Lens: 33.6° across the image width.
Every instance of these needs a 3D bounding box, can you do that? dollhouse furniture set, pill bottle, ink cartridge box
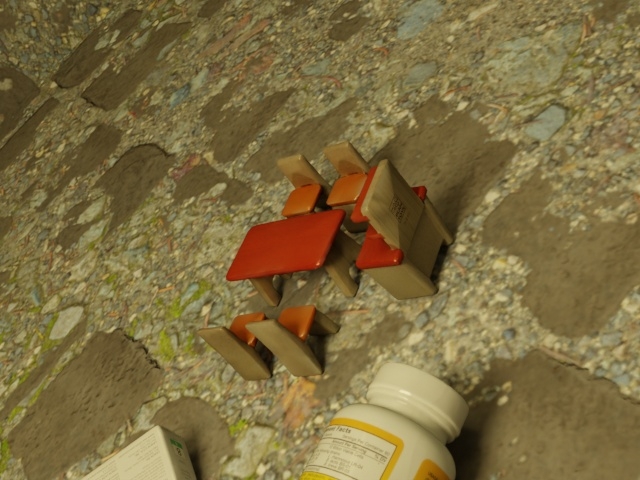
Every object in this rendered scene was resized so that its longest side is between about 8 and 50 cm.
[{"bbox_3d":[0.000,0.000,1.151,0.259,0.135,0.262,-10,45,41],"label":"dollhouse furniture set"},{"bbox_3d":[0.041,0.211,0.881,0.117,0.117,0.208,2,54,48],"label":"pill bottle"},{"bbox_3d":[-0.193,0.330,1.081,0.181,0.056,0.225,-36,52,12],"label":"ink cartridge box"}]
